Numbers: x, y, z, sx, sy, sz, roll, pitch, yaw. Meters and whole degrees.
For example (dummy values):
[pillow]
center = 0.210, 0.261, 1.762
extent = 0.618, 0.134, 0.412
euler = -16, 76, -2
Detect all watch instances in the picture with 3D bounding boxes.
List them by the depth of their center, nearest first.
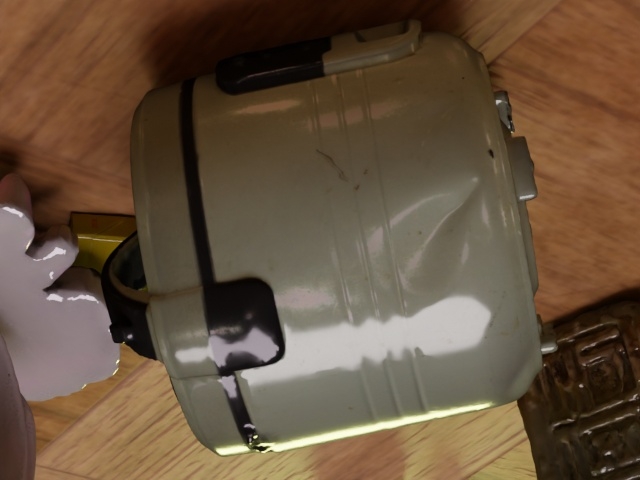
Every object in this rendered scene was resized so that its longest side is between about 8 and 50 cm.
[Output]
[watch]
center = -0.231, 0.089, 1.005
extent = 0.196, 0.231, 0.244
euler = -20, 137, 18

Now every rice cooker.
[rice cooker]
center = 0.000, 0.000, 0.954
extent = 0.244, 0.226, 0.226
euler = -14, 144, 6

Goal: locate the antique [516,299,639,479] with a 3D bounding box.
[antique]
center = 0.266, 0.161, 1.307
extent = 0.125, 0.150, 0.284
euler = -22, 151, 26

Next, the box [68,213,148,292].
[box]
center = -0.091, 0.020, 1.121
extent = 0.155, 0.023, 0.087
euler = 4, 146, -16
